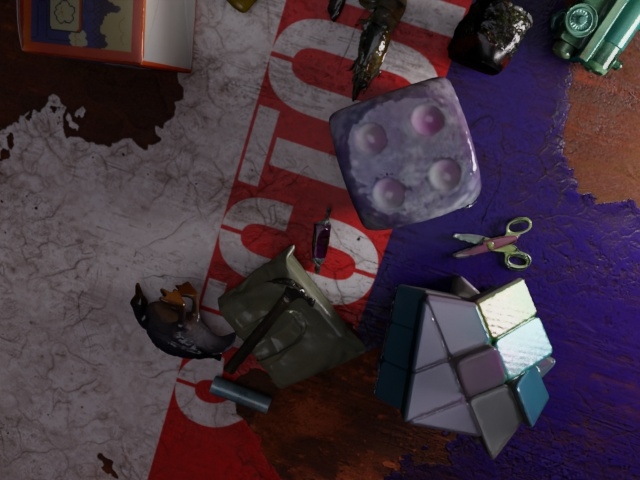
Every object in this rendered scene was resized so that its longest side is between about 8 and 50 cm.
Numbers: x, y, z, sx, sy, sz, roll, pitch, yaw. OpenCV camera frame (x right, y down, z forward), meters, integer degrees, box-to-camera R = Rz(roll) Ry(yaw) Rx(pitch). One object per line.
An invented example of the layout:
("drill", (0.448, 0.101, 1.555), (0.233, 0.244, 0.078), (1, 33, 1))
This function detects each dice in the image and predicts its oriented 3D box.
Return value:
("dice", (0.182, -0.187, 1.408), (0.270, 0.270, 0.271), (-17, 100, 8))

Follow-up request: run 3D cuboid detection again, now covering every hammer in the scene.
("hammer", (-0.139, 0.210, 1.544), (0.125, 0.027, 0.297), (39, 109, 4))

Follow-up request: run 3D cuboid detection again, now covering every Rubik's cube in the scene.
("Rubik's cube", (0.327, 0.255, 1.453), (0.368, 0.358, 0.387), (11, 92, 1))

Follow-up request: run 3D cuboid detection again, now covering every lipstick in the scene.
("lipstick", (-0.204, 0.397, 1.675), (0.158, 0.048, 0.048), (21, 102, 0))

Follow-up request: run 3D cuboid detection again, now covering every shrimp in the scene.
("shrimp", (0.083, -0.472, 1.474), (0.169, 0.058, 0.295), (22, 99, 8))

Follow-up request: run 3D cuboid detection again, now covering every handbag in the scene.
("handbag", (-0.075, 0.201, 1.595), (0.253, 0.109, 0.315), (-34, 97, 15))

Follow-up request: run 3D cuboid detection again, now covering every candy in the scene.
("candy", (0.000, 0.000, 1.576), (0.043, 0.045, 0.174), (7, 103, -7))

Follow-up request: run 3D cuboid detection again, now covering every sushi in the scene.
("sushi", (0.350, -0.425, 1.367), (0.136, 0.225, 0.126), (22, 101, 1))

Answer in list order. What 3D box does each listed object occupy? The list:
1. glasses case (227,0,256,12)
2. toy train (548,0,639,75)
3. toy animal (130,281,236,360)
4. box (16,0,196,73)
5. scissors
("glasses case", (-0.125, -0.617, 1.454), (0.079, 0.064, 0.234), (42, 101, -11))
("toy train", (0.630, -0.502, 1.386), (0.194, 0.120, 0.298), (31, 102, -7))
("toy animal", (-0.345, 0.202, 1.596), (0.298, 0.122, 0.185), (32, 121, 10))
("box", (-0.425, -0.524, 1.354), (0.257, 0.348, 0.318), (6, 103, 4))
("scissors", (0.410, 0.010, 1.556), (0.187, 0.020, 0.133), (-1, 106, 4))
